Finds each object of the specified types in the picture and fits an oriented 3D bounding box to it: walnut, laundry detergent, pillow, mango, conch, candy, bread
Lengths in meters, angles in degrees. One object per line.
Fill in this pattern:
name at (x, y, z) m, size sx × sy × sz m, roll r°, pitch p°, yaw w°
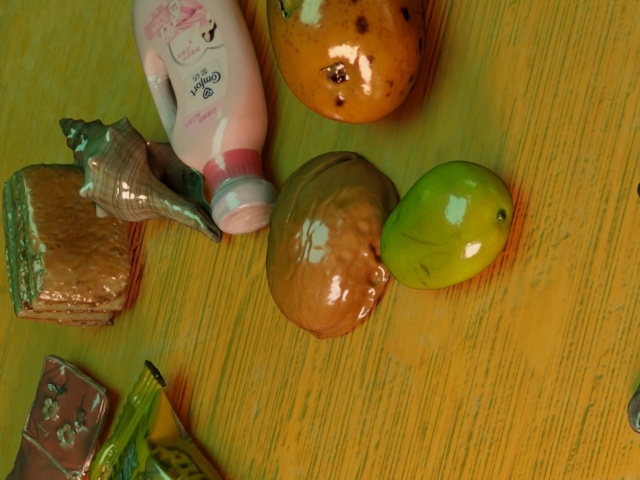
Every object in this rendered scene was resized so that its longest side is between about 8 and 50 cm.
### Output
walnut at (-0.002, 0.001, 1.834) m, size 0.167 × 0.087 × 0.211 m, roll 11°, pitch 89°, yaw 38°
laundry detergent at (-0.131, -0.166, 1.979) m, size 0.159 × 0.088 × 0.335 m, roll -37°, pitch 60°, yaw 35°
pillow at (-0.334, 0.268, 2.103) m, size 0.126 × 0.043 × 0.232 m, roll 29°, pitch 102°, yaw 40°
mango at (0.131, -0.010, 1.726) m, size 0.117 × 0.089 × 0.163 m, roll 57°, pitch 130°, yaw 24°
mango at (0.028, -0.271, 1.801) m, size 0.160 × 0.191 × 0.290 m, roll -6°, pitch 73°, yaw 33°
conch at (-0.219, -0.074, 2.024) m, size 0.114 × 0.234 × 0.137 m, roll -48°, pitch 13°, yaw 41°
candy at (-0.165, 0.300, 1.922) m, size 0.297 × 0.081 × 0.187 m, roll 47°, pitch 114°, yaw 36°
bread at (-0.311, 0.003, 2.068) m, size 0.102 × 0.138 × 0.196 m, roll 145°, pitch 123°, yaw -61°

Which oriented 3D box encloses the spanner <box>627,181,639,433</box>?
spanner at (0.319, 0.056, 1.589) m, size 0.054 × 0.015 × 0.255 m, roll -3°, pitch 80°, yaw 43°
